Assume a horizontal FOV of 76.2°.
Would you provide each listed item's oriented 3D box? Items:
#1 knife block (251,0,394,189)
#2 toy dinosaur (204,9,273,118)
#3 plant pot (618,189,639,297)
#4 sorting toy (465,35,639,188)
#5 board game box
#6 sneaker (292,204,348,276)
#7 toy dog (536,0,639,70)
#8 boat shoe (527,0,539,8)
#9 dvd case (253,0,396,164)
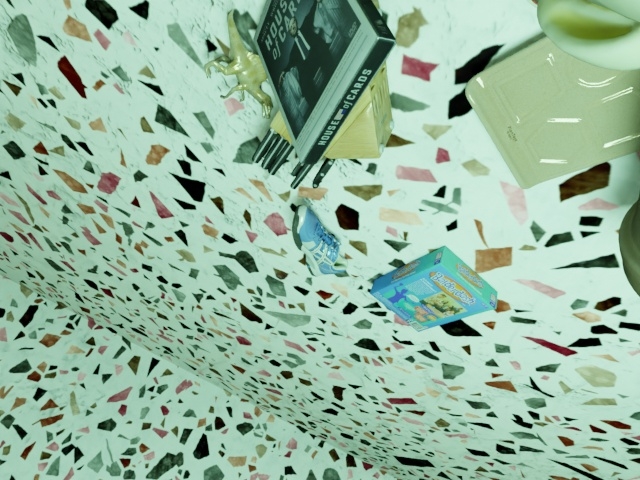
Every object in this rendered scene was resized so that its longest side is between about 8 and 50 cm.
[{"bbox_3d":[-0.020,-0.204,0.620,0.242,0.088,0.275,6,138,23],"label":"knife block"},{"bbox_3d":[-0.129,-0.276,0.642,0.093,0.053,0.183,-3,145,15],"label":"toy dinosaur"},{"bbox_3d":[0.438,-0.061,0.395,0.263,0.263,0.229,-11,126,37],"label":"plant pot"},{"bbox_3d":[0.321,-0.175,0.511,0.208,0.038,0.193,-23,121,38],"label":"sorting toy"},{"bbox_3d":[0.234,0.111,0.866,0.160,0.047,0.210,39,140,-15],"label":"board game box"},{"bbox_3d":[0.000,0.000,0.858,0.081,0.080,0.211,0,144,21],"label":"sneaker"},{"bbox_3d":[0.256,-0.225,0.210,0.408,0.395,0.284,32,113,-1],"label":"toy dog"},{"bbox_3d":[0.207,-0.302,0.419,0.137,0.049,0.043,45,136,-15],"label":"boat shoe"},{"bbox_3d":[-0.014,-0.240,0.487,0.030,0.238,0.179,-5,151,-32],"label":"dvd case"}]
